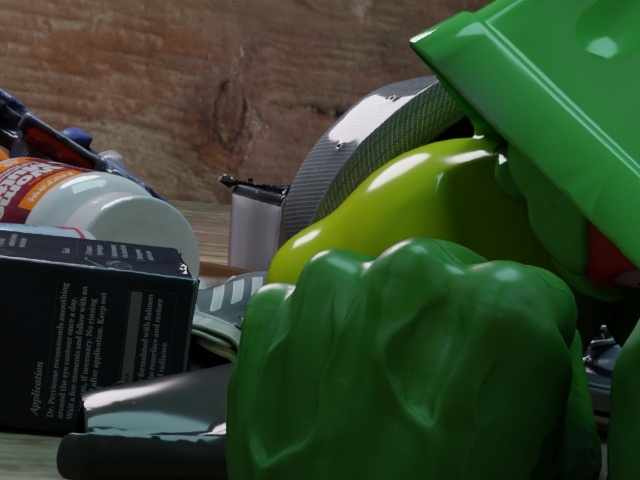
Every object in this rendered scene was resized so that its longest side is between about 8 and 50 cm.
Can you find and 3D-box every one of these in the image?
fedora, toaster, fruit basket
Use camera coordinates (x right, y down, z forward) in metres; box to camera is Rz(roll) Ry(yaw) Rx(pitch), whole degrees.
[{"bbox_3d":[0.082,-0.030,1.218,0.124,0.275,0.244,42,-5,47],"label":"fedora"},{"bbox_3d":[0.000,0.000,1.796,0.168,0.110,0.186,5,4,-23],"label":"toaster"},{"bbox_3d":[0.150,0.021,1.006,0.283,0.392,0.392,48,25,26],"label":"fruit basket"}]

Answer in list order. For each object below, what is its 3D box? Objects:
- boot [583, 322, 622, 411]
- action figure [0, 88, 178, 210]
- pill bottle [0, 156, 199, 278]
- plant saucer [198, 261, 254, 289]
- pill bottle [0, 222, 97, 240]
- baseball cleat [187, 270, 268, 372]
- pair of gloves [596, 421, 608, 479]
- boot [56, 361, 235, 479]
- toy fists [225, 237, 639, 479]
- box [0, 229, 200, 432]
[{"bbox_3d":[0.195,0.071,1.277,0.069,0.086,0.190,5,4,-25],"label":"boot"},{"bbox_3d":[-0.329,-0.058,1.714,0.341,0.178,0.330,33,6,15],"label":"action figure"},{"bbox_3d":[-0.187,0.005,1.357,0.121,0.121,0.221,4,4,-32],"label":"pill bottle"},{"bbox_3d":[-0.127,0.039,1.579,0.199,0.036,0.198,7,3,0],"label":"plant saucer"},{"bbox_3d":[-0.225,0.030,1.164,0.160,0.087,0.087,4,4,-33],"label":"pill bottle"},{"bbox_3d":[-0.062,0.067,1.176,0.206,0.072,0.109,-3,23,-42],"label":"baseball cleat"},{"bbox_3d":[0.166,0.123,0.809,0.240,0.042,0.204,16,4,35],"label":"pair of gloves"},{"bbox_3d":[-0.058,0.079,0.891,0.137,0.077,0.198,1,3,-6],"label":"boot"},{"bbox_3d":[0.094,0.077,0.624,0.279,0.142,0.096,9,5,28],"label":"toy fists"},{"bbox_3d":[-0.156,0.047,0.995,0.158,0.093,0.156,7,4,-8],"label":"box"}]
